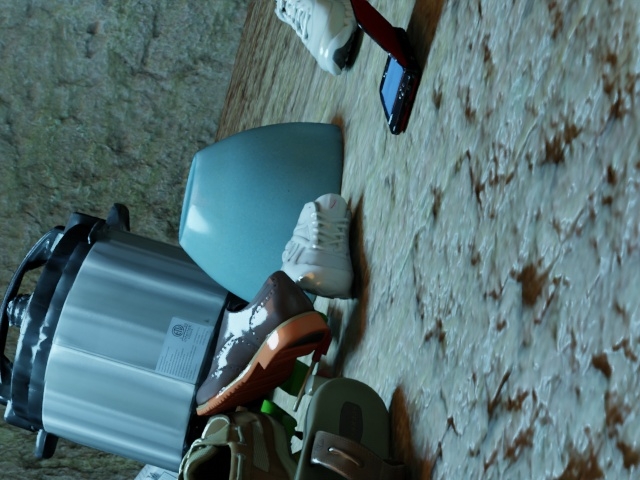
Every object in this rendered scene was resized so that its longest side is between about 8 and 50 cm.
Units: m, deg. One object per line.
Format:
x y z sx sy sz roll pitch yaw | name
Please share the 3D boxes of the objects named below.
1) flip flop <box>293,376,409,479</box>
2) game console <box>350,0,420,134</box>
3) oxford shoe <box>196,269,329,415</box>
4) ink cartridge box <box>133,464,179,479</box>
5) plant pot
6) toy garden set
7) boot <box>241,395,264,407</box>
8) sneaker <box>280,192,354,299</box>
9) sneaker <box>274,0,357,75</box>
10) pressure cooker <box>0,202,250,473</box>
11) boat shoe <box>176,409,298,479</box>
0.038 0.210 1.221 0.080 0.112 0.277 -57 15 29 | flip flop
0.061 -0.207 1.520 0.144 0.085 0.124 -98 21 -62 | game console
-0.085 0.132 1.635 0.271 0.097 0.098 -45 66 43 | oxford shoe
-0.278 0.441 2.489 0.219 0.092 0.160 -53 7 -8 | ink cartridge box
-0.098 -0.045 1.929 0.290 0.195 0.290 -169 90 -80 | plant pot
-0.021 0.210 1.659 0.204 0.049 0.244 -167 93 -74 | toy garden set
-0.104 0.206 2.142 0.121 0.045 0.099 121 158 -57 | boot
0.000 0.000 1.653 0.232 0.090 0.115 -118 43 -73 | sneaker
-0.011 -0.334 1.972 0.292 0.118 0.110 -99 24 -59 | sneaker
-0.327 0.162 2.197 0.370 0.420 0.375 -71 -5 -51 | pressure cooker
-0.102 0.268 1.558 0.122 0.120 0.324 -72 19 2 | boat shoe
